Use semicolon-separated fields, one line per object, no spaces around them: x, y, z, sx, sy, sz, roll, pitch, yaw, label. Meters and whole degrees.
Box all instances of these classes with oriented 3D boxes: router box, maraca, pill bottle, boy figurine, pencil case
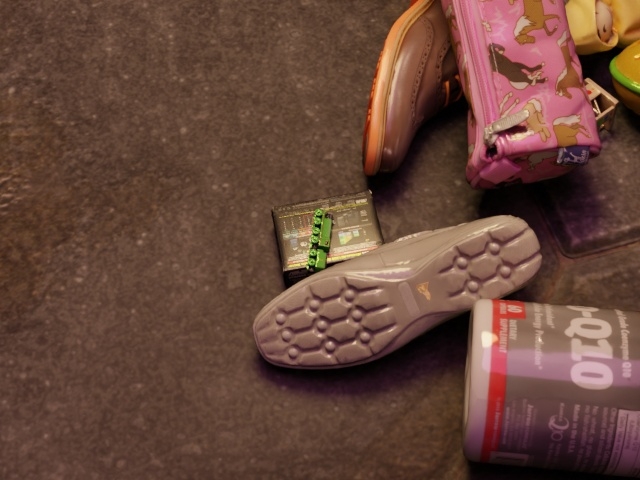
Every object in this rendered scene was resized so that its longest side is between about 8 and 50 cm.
0.010;-0.002;1.191;0.122;0.038;0.092;-10;56;-3;router box
0.432;-0.205;1.271;0.127;0.099;0.185;38;41;28;maraca
0.284;0.146;1.002;0.283;0.161;0.161;4;57;6;pill bottle
0.400;-0.326;1.313;0.285;0.177;0.092;-31;22;-25;boy figurine
0.208;-0.257;1.185;0.160;0.167;0.386;-10;85;-3;pencil case

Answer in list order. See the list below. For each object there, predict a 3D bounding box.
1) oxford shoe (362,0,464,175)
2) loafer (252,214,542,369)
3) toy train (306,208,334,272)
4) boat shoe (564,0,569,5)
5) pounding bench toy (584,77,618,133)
0.148;-0.219;1.279;0.132;0.130;0.364;20;61;7;oxford shoe
0.083;0.057;1.116;0.319;0.111;0.112;-18;93;5;loafer
0.000;0.000;1.156;0.023;0.017;0.083;10;58;-2;toy train
0.399;-0.399;1.399;0.109;0.094;0.302;36;65;24;boat shoe
0.311;-0.162;1.272;0.065;0.052;0.083;-34;61;-17;pounding bench toy
